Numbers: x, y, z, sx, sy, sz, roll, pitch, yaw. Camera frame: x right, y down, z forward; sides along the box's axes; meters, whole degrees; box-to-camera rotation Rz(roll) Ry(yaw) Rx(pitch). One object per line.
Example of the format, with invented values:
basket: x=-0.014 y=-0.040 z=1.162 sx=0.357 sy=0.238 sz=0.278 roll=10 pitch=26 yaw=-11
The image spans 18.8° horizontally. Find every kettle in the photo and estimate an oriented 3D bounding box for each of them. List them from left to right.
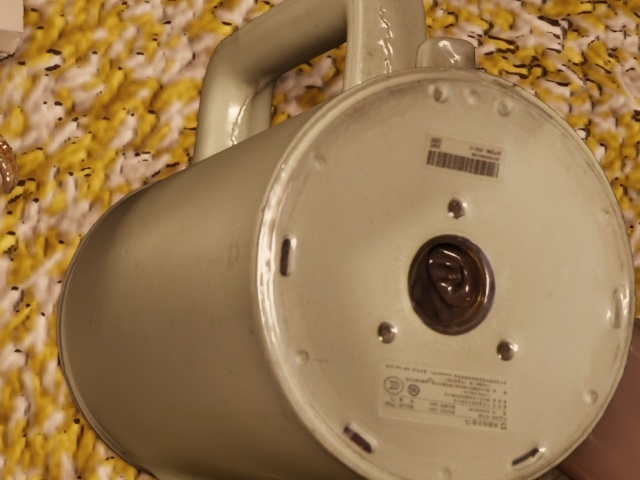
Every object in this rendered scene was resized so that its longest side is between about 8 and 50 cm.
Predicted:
kettle: x=-0.012 y=0.009 z=1.036 sx=0.205 sy=0.318 sz=0.265 roll=-25 pitch=94 yaw=-25

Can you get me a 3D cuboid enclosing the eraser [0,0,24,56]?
eraser: x=-0.245 y=-0.222 z=1.086 sx=0.157 sy=0.038 sz=0.230 roll=6 pitch=68 yaw=-25

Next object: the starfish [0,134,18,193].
starfish: x=-0.274 y=-0.086 z=1.075 sx=0.213 sy=0.057 sz=0.238 roll=3 pitch=71 yaw=-19

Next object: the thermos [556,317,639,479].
thermos: x=0.213 y=0.118 z=1.256 sx=0.193 sy=0.105 sz=0.137 roll=40 pitch=38 yaw=-19
